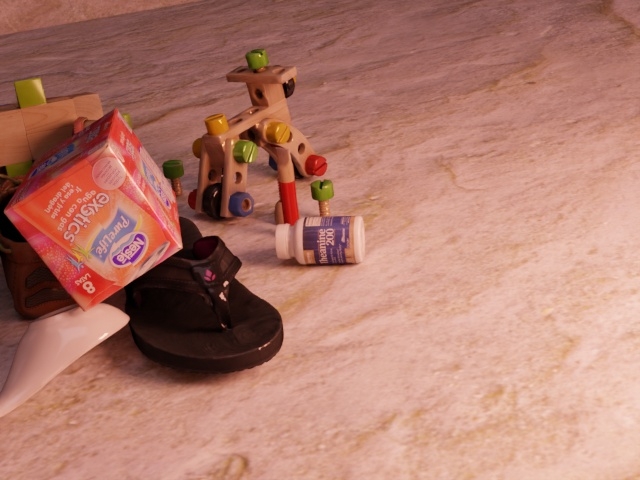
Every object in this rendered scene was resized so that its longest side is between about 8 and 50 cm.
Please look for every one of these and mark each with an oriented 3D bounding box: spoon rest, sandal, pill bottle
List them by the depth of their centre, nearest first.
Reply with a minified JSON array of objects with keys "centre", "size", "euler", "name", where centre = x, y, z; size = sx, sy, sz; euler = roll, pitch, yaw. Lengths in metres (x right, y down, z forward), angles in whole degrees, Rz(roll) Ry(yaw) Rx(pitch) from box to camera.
[{"centre":[-0.336,0.140,1.029],"size":[0.137,0.084,0.276],"euler":[-14,6,42],"name":"spoon rest"},{"centre":[-0.188,0.040,1.173],"size":[0.167,0.107,0.446],"euler":[-17,27,-22],"name":"sandal"},{"centre":[0.000,0.000,1.262],"size":[0.120,0.067,0.067],"euler":[-2,25,9],"name":"pill bottle"}]

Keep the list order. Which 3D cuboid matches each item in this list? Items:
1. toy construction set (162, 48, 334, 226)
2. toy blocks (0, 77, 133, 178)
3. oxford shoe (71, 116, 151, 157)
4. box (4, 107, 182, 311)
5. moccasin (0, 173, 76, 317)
[{"centre":[-0.098,-0.166,1.439],"size":[0.257,0.237,0.309],"euler":[-16,27,-21],"name":"toy construction set"},{"centre":[-0.584,-0.214,1.766],"size":[0.381,0.191,0.261],"euler":[-15,15,-20],"name":"toy blocks"},{"centre":[-0.353,-0.118,1.552],"size":[0.130,0.123,0.348],"euler":[-8,34,-16],"name":"oxford shoe"},{"centre":[-0.277,-0.050,1.147],"size":[0.142,0.154,0.300],"euler":[-34,20,0],"name":"box"},{"centre":[-0.425,-0.028,1.322],"size":[0.139,0.147,0.380],"euler":[-11,25,-10],"name":"moccasin"}]
